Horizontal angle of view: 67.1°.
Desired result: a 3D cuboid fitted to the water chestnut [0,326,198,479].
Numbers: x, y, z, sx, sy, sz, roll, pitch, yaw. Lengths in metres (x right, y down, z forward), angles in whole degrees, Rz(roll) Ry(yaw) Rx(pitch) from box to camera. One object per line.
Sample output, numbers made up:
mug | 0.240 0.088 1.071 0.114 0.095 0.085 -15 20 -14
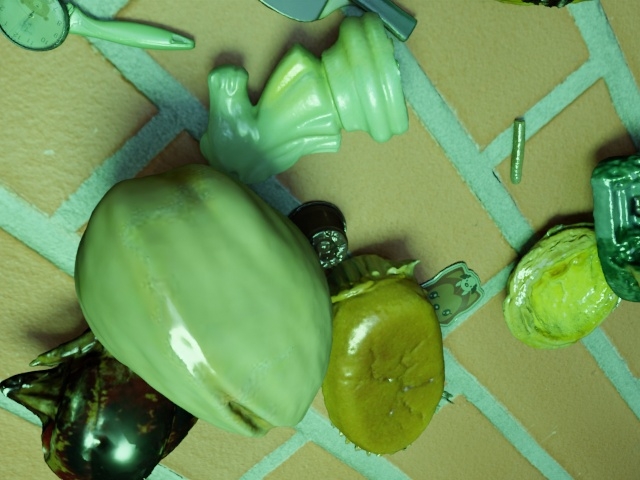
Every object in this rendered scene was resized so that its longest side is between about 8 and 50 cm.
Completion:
water chestnut | -0.315 0.243 0.751 0.244 0.289 0.289 42 102 6

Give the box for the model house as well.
model house | 0.673 -0.013 0.777 0.252 0.329 0.294 -19 106 -28

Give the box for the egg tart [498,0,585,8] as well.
egg tart | 0.309 -0.395 0.623 0.216 0.215 0.170 0 101 -14

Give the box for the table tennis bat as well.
table tennis bat | 0.009 -0.370 0.652 0.301 0.022 0.173 26 106 -22

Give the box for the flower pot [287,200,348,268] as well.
flower pot | 0.000 0.000 0.792 0.112 0.089 0.111 -6 117 -12

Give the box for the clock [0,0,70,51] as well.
clock | -0.354 -0.275 0.591 0.085 0.017 0.085 -4 117 -8

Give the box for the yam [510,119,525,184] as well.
yam | 0.344 -0.153 0.842 0.021 0.021 0.116 -12 116 -8

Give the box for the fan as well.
fan | 0.223 0.136 0.960 0.220 0.009 0.132 -36 118 5

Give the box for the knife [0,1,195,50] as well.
knife | -0.311 -0.281 0.618 0.294 0.019 0.043 3 116 -13

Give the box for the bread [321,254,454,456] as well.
bread | 0.104 0.219 0.870 0.236 0.183 0.388 -18 116 -2

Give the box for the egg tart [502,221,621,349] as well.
egg tart | 0.475 0.087 0.955 0.279 0.095 0.278 -6 113 -15

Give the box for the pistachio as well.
pistachio | -0.133 0.076 0.649 0.282 0.365 0.445 -25 144 1

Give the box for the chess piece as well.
chess piece | -0.037 -0.185 0.675 0.299 0.175 0.175 -18 119 10
